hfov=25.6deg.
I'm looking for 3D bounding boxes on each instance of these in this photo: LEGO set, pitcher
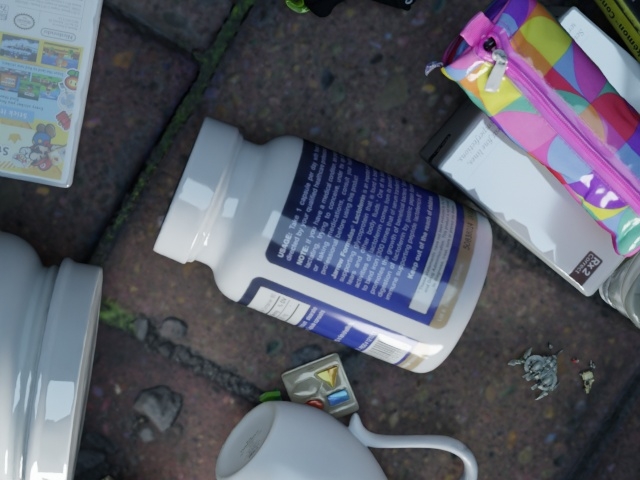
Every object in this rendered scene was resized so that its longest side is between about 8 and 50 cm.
[{"bbox_3d":[0.218,0.122,1.311,0.083,0.023,0.054,-7,100,-3],"label":"LEGO set"},{"bbox_3d":[0.026,0.216,1.268,0.207,0.125,0.177,39,90,-19],"label":"pitcher"}]

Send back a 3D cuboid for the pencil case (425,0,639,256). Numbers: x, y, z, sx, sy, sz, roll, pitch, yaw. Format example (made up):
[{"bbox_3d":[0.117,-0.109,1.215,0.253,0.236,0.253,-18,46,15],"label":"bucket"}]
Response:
[{"bbox_3d":[0.196,-0.095,1.113,0.236,0.104,0.104,42,94,-9],"label":"pencil case"}]

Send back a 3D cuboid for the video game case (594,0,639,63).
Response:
[{"bbox_3d":[0.385,-0.198,1.184,0.275,0.035,0.248,-32,83,-19],"label":"video game case"}]

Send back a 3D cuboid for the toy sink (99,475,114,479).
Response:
[{"bbox_3d":[-0.200,0.316,1.260,0.234,0.131,0.152,-32,101,7],"label":"toy sink"}]

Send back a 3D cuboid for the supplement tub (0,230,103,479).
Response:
[{"bbox_3d":[-0.358,0.098,1.153,0.331,0.241,0.241,8,99,-5],"label":"supplement tub"}]

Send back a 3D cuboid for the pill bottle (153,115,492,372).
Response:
[{"bbox_3d":[0.000,0.000,1.208,0.265,0.153,0.153,22,97,-8],"label":"pill bottle"}]

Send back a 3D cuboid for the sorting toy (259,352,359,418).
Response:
[{"bbox_3d":[-0.012,0.146,1.303,0.083,0.012,0.062,-22,101,-1],"label":"sorting toy"}]

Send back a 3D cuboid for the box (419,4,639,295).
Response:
[{"bbox_3d":[0.215,-0.082,1.227,0.182,0.119,0.181,39,94,-10],"label":"box"}]

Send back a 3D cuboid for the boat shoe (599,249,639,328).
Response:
[{"bbox_3d":[0.373,-0.055,1.257,0.118,0.103,0.320,36,94,-22],"label":"boat shoe"}]

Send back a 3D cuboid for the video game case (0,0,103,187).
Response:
[{"bbox_3d":[-0.312,-0.166,1.220,0.227,0.026,0.206,10,99,-7],"label":"video game case"}]

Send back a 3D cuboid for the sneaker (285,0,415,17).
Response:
[{"bbox_3d":[0.079,-0.253,1.222,0.235,0.084,0.097,-13,125,-1],"label":"sneaker"}]
